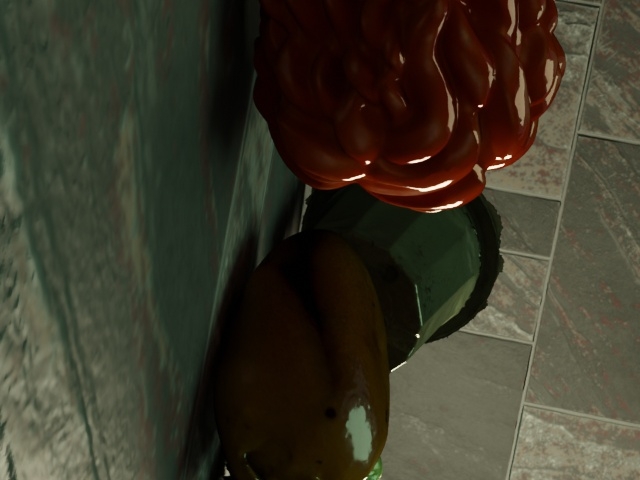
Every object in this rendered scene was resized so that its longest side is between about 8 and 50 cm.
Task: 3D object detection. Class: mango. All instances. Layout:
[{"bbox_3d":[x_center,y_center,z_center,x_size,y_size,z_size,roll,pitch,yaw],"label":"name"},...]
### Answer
[{"bbox_3d":[-0.017,0.118,0.896,0.201,0.153,0.287,51,27,-39],"label":"mango"}]

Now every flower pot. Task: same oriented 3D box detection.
[{"bbox_3d":[0.064,0.038,1.193,0.259,0.290,0.290,-37,139,-62],"label":"flower pot"}]

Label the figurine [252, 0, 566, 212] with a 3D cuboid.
[{"bbox_3d":[0.060,-0.233,0.745,0.306,0.241,0.411,118,-26,-49],"label":"figurine"}]

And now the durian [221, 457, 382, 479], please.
[{"bbox_3d":[-0.027,0.291,1.013,0.200,0.176,0.237,81,13,-50],"label":"durian"}]
